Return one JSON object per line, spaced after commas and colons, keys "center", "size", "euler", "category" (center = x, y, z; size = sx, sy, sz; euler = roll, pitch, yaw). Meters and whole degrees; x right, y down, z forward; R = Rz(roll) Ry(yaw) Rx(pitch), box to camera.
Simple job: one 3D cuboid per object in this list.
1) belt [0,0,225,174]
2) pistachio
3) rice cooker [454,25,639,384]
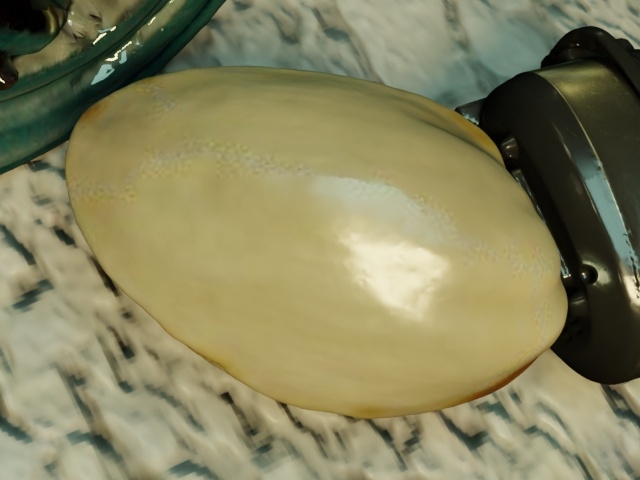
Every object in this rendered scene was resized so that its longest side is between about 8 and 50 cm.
{"center": [-0.164, -0.153, 0.343], "size": [0.300, 0.436, 0.173], "euler": [-45, 82, 12], "category": "belt"}
{"center": [0.000, 0.000, 0.463], "size": [0.215, 0.144, 0.144], "euler": [15, 62, -1], "category": "pistachio"}
{"center": [0.134, -0.015, 0.515], "size": [0.106, 0.112, 0.165], "euler": [-21, 71, -17], "category": "rice cooker"}
